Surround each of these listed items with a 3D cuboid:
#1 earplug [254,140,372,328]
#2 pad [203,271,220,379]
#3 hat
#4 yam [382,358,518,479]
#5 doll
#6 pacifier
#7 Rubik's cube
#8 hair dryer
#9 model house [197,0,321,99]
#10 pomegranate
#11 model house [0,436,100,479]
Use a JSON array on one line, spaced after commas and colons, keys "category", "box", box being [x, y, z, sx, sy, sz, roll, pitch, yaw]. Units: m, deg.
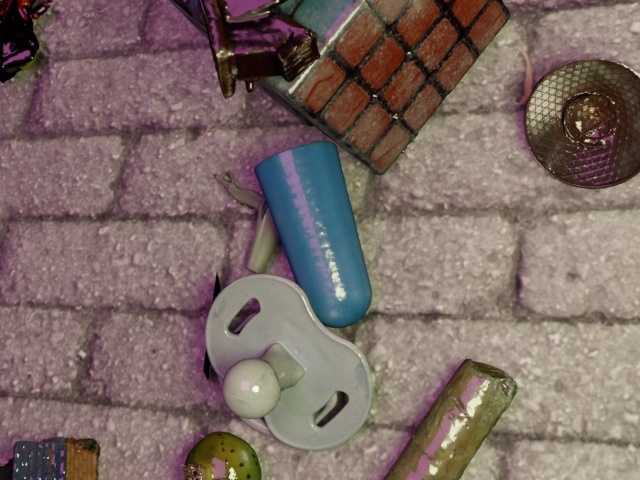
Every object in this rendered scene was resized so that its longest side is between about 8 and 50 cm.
[{"category": "earplug", "box": [0.000, 0.000, 1.529, 0.132, 0.132, 0.273, -19, 82, 18]}, {"category": "pad", "box": [-0.170, 0.136, 1.595, 0.003, 0.112, 0.157, 6, 74, -1]}, {"category": "hat", "box": [0.395, -0.176, 1.454, 0.193, 0.082, 0.193, 9, 113, 20]}, {"category": "yam", "box": [0.170, 0.279, 1.388, 0.093, 0.093, 0.259, 33, 88, 31]}, {"category": "doll", "box": [-0.605, -0.417, 2.015, 0.127, 0.088, 0.249, -22, 53, 40]}, {"category": "pacifier", "box": [-0.076, 0.194, 1.446, 0.238, 0.226, 0.287, -44, 80, 22]}, {"category": "Rubik's cube", "box": [0.024, -0.359, 1.537, 0.337, 0.344, 0.344, 40, 92, 31]}, {"category": "hair dryer", "box": [-0.124, -0.032, 1.668, 0.199, 0.067, 0.167, 7, 81, 38]}, {"category": "model house", "box": [-0.077, -0.299, 1.320, 0.164, 0.141, 0.203, -14, 91, -2]}, {"category": "pomegranate", "box": [-0.152, 0.348, 1.499, 0.130, 0.130, 0.130, -9, 69, 23]}, {"category": "model house", "box": [-0.473, 0.397, 1.608, 0.183, 0.172, 0.166, -14, 68, 21]}]
